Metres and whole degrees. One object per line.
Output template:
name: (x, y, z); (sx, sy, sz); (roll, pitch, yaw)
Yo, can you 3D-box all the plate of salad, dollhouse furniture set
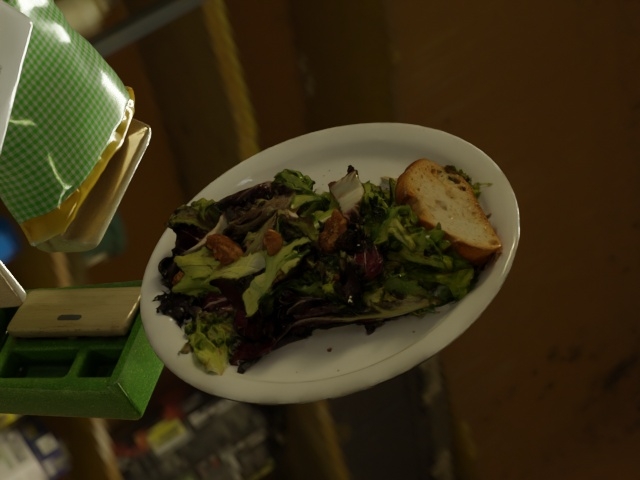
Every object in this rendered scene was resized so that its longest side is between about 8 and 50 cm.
plate of salad: (0.000, 0.000, 0.839); (0.200, 0.200, 0.048); (36, -23, 44)
dollhouse furniture set: (-0.178, -0.054, 1.152); (0.151, 0.301, 0.197); (-4, -43, 29)

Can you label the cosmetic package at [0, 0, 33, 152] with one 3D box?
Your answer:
cosmetic package: (-0.319, -0.086, 0.806); (0.155, 0.197, 0.365); (8, -10, 29)
